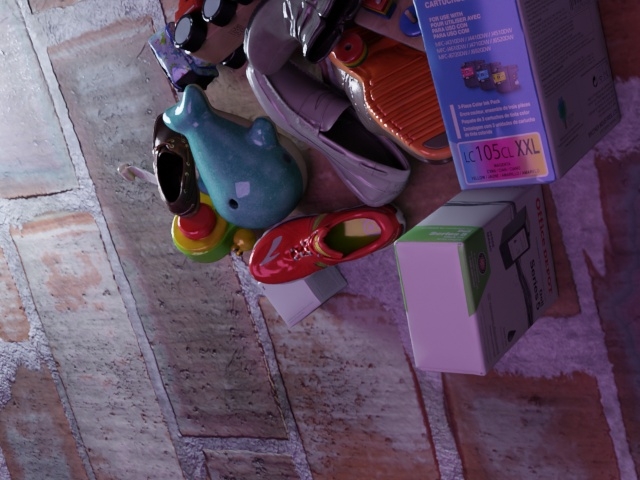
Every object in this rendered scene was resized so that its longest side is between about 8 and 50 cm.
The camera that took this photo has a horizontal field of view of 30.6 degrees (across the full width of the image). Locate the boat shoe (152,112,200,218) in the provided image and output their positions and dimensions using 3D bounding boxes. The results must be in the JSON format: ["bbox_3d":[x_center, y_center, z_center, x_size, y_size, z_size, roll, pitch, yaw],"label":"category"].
[{"bbox_3d":[-0.257,-0.141,2.054,0.073,0.073,0.207,-23,65,14],"label":"boat shoe"}]

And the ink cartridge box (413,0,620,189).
[{"bbox_3d":[0.248,-0.296,1.514,0.151,0.270,0.396,-4,109,33],"label":"ink cartridge box"}]

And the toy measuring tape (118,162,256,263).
[{"bbox_3d":[-0.258,-0.039,2.123,0.330,0.121,0.121,23,123,27],"label":"toy measuring tape"}]

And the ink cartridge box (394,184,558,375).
[{"bbox_3d":[0.232,0.044,1.690,0.114,0.273,0.198,1,112,34],"label":"ink cartridge box"}]

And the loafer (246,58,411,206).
[{"bbox_3d":[0.018,-0.192,1.844,0.319,0.112,0.111,42,145,2],"label":"loafer"}]

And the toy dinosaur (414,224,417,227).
[{"bbox_3d":[0.179,0.031,1.881,0.082,0.047,0.090,14,110,11],"label":"toy dinosaur"}]

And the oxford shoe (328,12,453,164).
[{"bbox_3d":[0.119,-0.200,1.694,0.364,0.130,0.133,-120,8,-48],"label":"oxford shoe"}]

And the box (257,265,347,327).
[{"bbox_3d":[-0.031,0.075,2.028,0.102,0.087,0.101,54,132,4],"label":"box"}]

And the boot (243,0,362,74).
[{"bbox_3d":[-0.032,-0.308,1.703,0.246,0.083,0.161,-55,34,34],"label":"boot"}]

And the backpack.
[{"bbox_3d":[-0.226,-0.318,1.982,0.084,0.105,0.114,-38,83,20],"label":"backpack"}]

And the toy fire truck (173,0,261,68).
[{"bbox_3d":[-0.155,-0.435,1.860,0.217,0.158,0.246,-33,54,41],"label":"toy fire truck"}]

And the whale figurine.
[{"bbox_3d":[-0.153,-0.132,1.955,0.272,0.141,0.216,43,133,-11],"label":"whale figurine"}]

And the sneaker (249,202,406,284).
[{"bbox_3d":[0.000,0.000,1.894,0.279,0.118,0.107,-21,91,16],"label":"sneaker"}]

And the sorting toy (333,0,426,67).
[{"bbox_3d":[0.127,-0.356,1.632,0.132,0.046,0.275,29,90,32],"label":"sorting toy"}]
